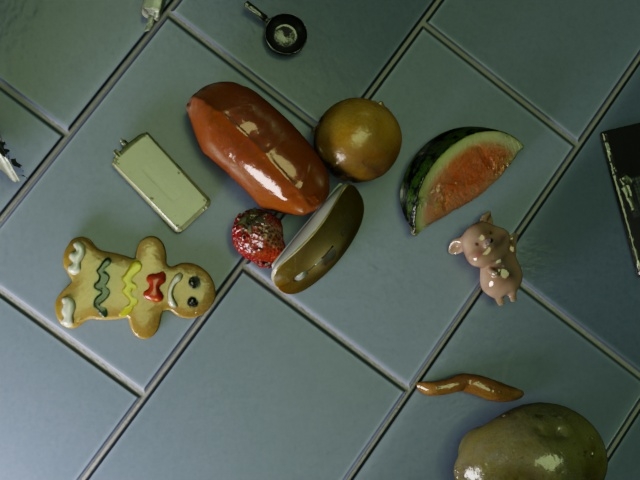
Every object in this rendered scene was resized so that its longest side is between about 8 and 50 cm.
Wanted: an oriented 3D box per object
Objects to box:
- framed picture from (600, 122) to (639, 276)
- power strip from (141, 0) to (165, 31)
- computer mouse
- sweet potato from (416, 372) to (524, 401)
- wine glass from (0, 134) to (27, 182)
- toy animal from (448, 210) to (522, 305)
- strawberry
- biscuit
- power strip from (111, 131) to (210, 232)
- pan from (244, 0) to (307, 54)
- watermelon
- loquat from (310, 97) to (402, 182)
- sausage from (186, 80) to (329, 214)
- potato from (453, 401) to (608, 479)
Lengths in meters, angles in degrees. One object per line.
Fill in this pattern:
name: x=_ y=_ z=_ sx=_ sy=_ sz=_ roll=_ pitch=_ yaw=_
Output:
framed picture: x=0.660 y=-0.098 z=1.848 sx=0.338 sy=0.014 sz=0.255 roll=-14 pitch=87 yaw=-12
power strip: x=-0.246 y=-0.414 z=1.693 sx=0.030 sy=0.047 sz=0.191 roll=16 pitch=81 yaw=-4
computer mouse: x=0.002 y=0.001 z=1.682 sx=0.045 sy=0.102 sz=0.199 roll=32 pitch=76 yaw=33
sweet potato: x=0.242 y=0.233 z=1.729 sx=0.179 sy=0.044 sz=0.044 roll=7 pitch=84 yaw=-11
wine glass: x=-0.612 y=-0.082 z=1.529 sx=0.357 sy=0.190 sz=0.190 roll=-30 pitch=91 yaw=-15
toy animal: x=0.272 y=0.032 z=1.737 sx=0.083 sy=0.089 sz=0.150 roll=-21 pitch=85 yaw=-33
strawberry: x=-0.090 y=-0.002 z=1.670 sx=0.083 sy=0.083 sz=0.096 roll=-19 pitch=112 yaw=-11
biscuit: x=-0.278 y=0.070 z=1.651 sx=0.240 sy=0.035 sz=0.158 roll=3 pitch=87 yaw=-10
power strip: x=-0.250 y=-0.094 z=1.673 sx=0.076 sy=0.028 sz=0.169 roll=-43 pitch=95 yaw=-11
pan: x=-0.075 y=-0.341 z=1.729 sx=0.115 sy=0.023 sz=0.068 roll=37 pitch=80 yaw=-8
watermelon: x=0.218 y=-0.112 z=1.750 sx=0.245 sy=0.063 sz=0.119 roll=-39 pitch=111 yaw=-16
loquat: x=0.057 y=-0.157 z=1.680 sx=0.141 sy=0.141 sz=0.141 roll=1 pitch=85 yaw=-10
sausage: x=-0.093 y=-0.141 z=1.651 sx=0.258 sy=0.133 sz=0.133 roll=45 pitch=79 yaw=3
potato: x=0.323 y=0.346 z=1.678 sx=0.235 sy=0.160 sz=0.178 roll=-4 pitch=61 yaw=3
